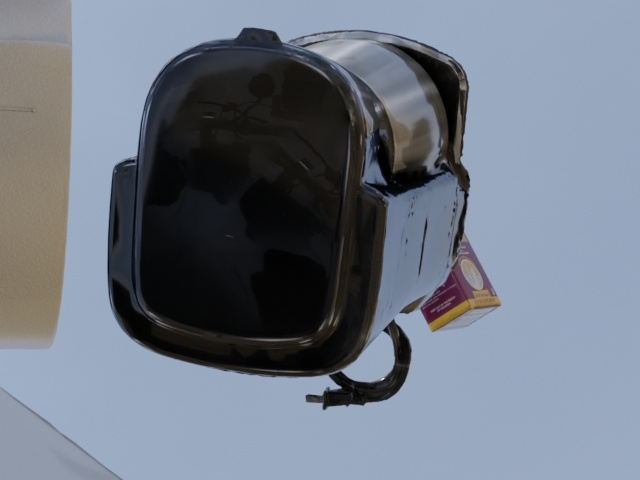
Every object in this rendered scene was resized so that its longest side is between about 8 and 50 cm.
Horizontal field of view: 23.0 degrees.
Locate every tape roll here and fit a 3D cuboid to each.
[{"bbox_3d":[-0.271,-0.096,1.397,0.072,0.392,0.392,2,-44,-15],"label":"tape roll"}]

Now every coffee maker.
[{"bbox_3d":[0.000,0.000,0.639,0.120,0.171,0.178,-17,4,19],"label":"coffee maker"}]

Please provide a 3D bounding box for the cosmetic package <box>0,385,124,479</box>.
[{"bbox_3d":[-0.143,0.123,0.337,0.155,0.365,0.197,-13,-50,-52],"label":"cosmetic package"}]

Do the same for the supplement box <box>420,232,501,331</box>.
[{"bbox_3d":[0.097,0.025,1.234,0.043,0.083,0.055,-35,-16,29],"label":"supplement box"}]
